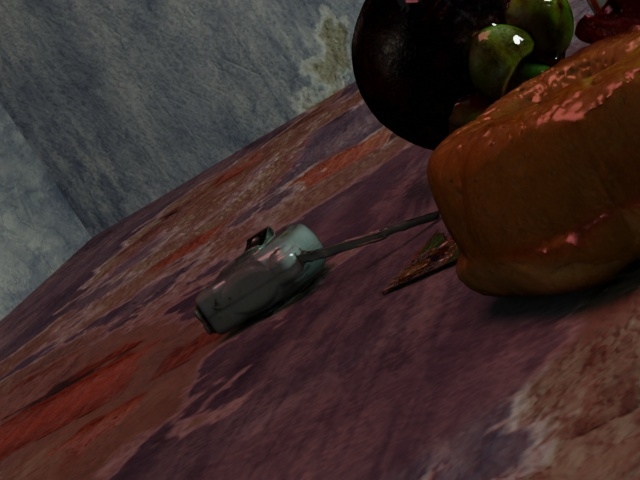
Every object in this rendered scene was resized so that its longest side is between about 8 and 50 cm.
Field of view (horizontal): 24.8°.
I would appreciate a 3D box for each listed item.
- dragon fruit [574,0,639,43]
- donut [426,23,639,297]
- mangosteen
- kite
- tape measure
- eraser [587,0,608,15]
[{"bbox_3d":[0.474,-0.265,1.600,0.286,0.228,0.329,1,-39,-43],"label":"dragon fruit"},{"bbox_3d":[0.237,-0.074,1.218,0.317,0.150,0.299,-28,8,24],"label":"donut"},{"bbox_3d":[0.197,-0.247,1.878,0.300,0.300,0.300,-32,10,6],"label":"mangosteen"},{"bbox_3d":[0.165,-0.011,1.545,0.244,0.006,0.198,-33,9,-2],"label":"kite"},{"bbox_3d":[-0.001,0.000,1.785,0.330,0.084,0.164,-31,14,19],"label":"tape measure"},{"bbox_3d":[0.436,-0.318,1.748,0.230,0.157,0.038,-31,34,11],"label":"eraser"}]
